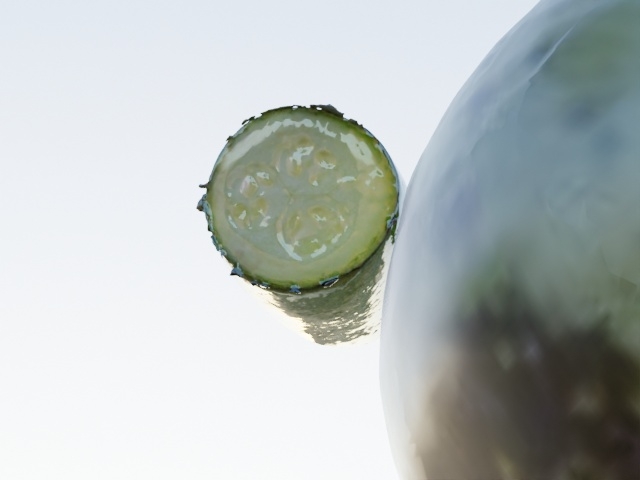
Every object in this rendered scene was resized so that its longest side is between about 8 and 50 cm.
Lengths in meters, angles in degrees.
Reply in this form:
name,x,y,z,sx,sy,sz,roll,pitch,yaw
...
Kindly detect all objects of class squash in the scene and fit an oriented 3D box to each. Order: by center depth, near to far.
name,x,y,z,sx,sy,sz,roll,pitch,yaw
squash,0.000,0.000,1.177,0.189,0.189,0.260,4,-15,8

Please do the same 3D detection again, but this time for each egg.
name,x,y,z,sx,sy,sz,roll,pitch,yaw
egg,0.208,0.041,0.500,0.345,0.345,0.428,-11,-11,25
